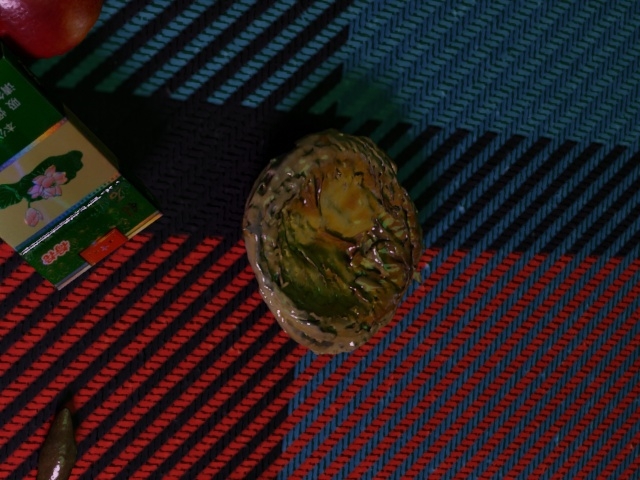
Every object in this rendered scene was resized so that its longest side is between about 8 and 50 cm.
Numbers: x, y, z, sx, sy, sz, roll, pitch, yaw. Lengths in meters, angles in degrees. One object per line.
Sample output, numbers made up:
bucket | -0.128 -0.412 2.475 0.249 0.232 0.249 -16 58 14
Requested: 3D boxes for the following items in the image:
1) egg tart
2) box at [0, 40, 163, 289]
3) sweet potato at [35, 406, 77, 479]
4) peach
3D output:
egg tart | 0.000 0.000 1.706 0.252 0.098 0.232 20 85 -40
box | -0.266 -0.064 1.500 0.132 0.034 0.235 -35 128 8
sweet potato | -0.265 0.239 1.621 0.041 0.038 0.153 3 104 -12
peach | -0.263 -0.246 1.455 0.151 0.151 0.118 -35 164 -22
